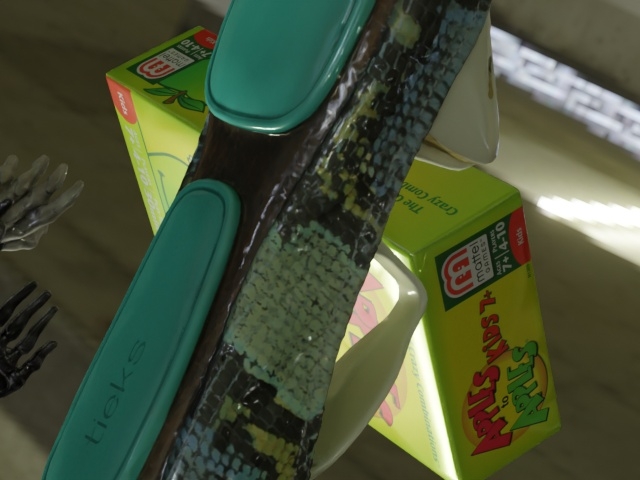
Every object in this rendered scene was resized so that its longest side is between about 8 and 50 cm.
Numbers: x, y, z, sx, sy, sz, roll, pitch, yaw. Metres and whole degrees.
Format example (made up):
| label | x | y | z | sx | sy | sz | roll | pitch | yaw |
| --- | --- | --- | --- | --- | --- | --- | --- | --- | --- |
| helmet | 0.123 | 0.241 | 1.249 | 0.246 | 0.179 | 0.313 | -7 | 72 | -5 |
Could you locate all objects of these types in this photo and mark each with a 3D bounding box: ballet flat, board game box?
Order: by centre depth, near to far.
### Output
| label | x | y | z | sx | sy | sz | roll | pitch | yaw |
| --- | --- | --- | --- | --- | --- | --- | --- | --- | --- |
| ballet flat | 0.002 | -0.012 | 0.403 | 0.070 | 0.188 | 0.070 | 25 | -175 | -2 |
| board game box | 0.000 | 0.000 | 0.630 | 0.043 | 0.092 | 0.181 | -29 | -144 | -23 |

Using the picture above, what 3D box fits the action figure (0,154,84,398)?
| label | x | y | z | sx | sy | sz | roll | pitch | yaw |
| --- | --- | --- | --- | --- | --- | --- | --- | --- | --- |
| action figure | -0.195 | -0.041 | 0.910 | 0.275 | 0.141 | 0.164 | 51 | 171 | 50 |
